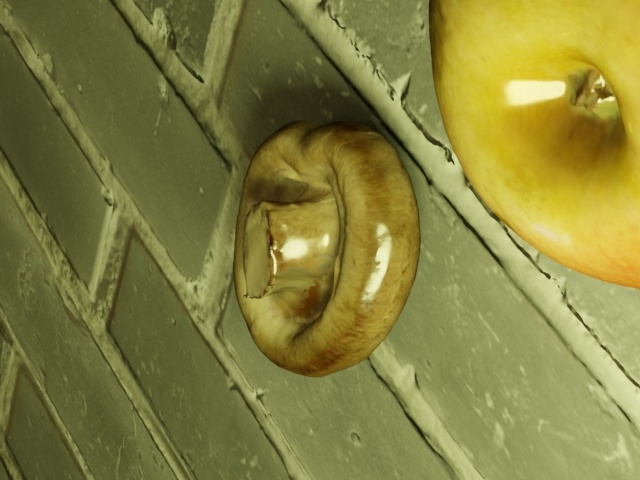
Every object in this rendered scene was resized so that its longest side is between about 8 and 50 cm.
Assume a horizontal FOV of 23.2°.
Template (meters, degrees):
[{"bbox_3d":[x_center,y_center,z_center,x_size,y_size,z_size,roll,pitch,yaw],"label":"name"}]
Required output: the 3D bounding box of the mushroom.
[{"bbox_3d":[0.000,0.000,1.545,0.278,0.146,0.278,-1,89,60],"label":"mushroom"}]

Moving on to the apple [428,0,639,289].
[{"bbox_3d":[0.240,-0.140,0.932,0.364,0.364,0.364,26,122,52],"label":"apple"}]
